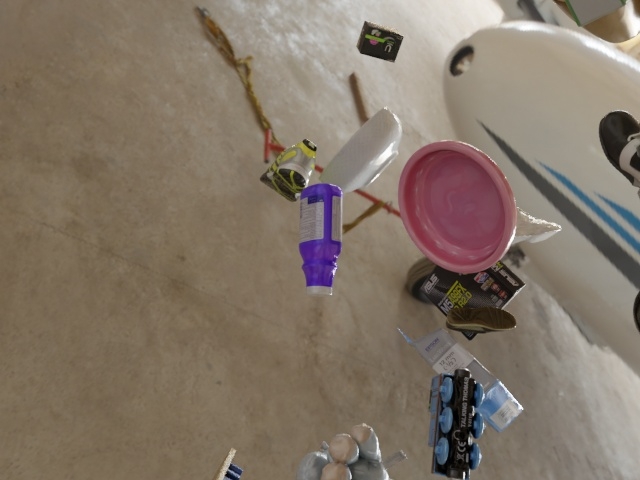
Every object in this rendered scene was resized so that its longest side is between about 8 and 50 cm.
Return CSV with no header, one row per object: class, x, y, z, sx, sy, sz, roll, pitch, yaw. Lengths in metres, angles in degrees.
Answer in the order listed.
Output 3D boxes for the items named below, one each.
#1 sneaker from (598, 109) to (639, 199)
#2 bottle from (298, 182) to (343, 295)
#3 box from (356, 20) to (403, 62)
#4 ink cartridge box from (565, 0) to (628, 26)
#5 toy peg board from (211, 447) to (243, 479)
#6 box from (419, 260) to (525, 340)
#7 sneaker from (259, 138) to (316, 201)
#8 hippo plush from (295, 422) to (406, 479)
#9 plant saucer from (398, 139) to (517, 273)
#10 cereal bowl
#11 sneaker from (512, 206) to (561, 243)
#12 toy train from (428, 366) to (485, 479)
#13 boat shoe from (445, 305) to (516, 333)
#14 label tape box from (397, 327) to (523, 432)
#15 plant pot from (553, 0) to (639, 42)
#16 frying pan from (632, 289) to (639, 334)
sneaker,0.707,-0.162,1.242,0.146,0.122,0.330,92,-22,-64
bottle,0.000,0.000,1.538,0.092,0.118,0.283,10,75,-38
box,0.129,-0.434,1.315,0.083,0.062,0.052,10,32,-15
ink cartridge box,0.498,-0.506,1.084,0.154,0.093,0.212,53,52,-15
toy peg board,-0.222,0.582,1.345,0.079,0.161,0.161,31,10,0
box,0.419,0.132,1.701,0.060,0.270,0.216,-30,68,-34
sneaker,-0.091,-0.227,1.979,0.145,0.384,0.147,33,79,-16
hippo plush,0.060,0.629,1.714,0.294,0.236,0.234,-4,88,-42
plant saucer,0.340,-0.086,1.476,0.084,0.332,0.332,-24,81,-37
cereal bowl,0.156,-0.280,2.020,0.141,0.339,0.339,45,33,1
sneaker,0.535,-0.045,1.568,0.212,0.080,0.094,-4,65,-27
toy train,0.224,0.308,1.010,0.080,0.105,0.184,12,67,-5
boat shoe,0.350,0.177,1.324,0.152,0.049,0.056,7,55,0
label tape box,0.410,0.379,1.785,0.249,0.115,0.348,44,3,-44
plant pot,0.672,-0.583,1.405,0.254,0.237,0.237,29,41,-46
frying pan,0.922,0.190,1.459,0.053,0.326,0.197,78,17,-74
